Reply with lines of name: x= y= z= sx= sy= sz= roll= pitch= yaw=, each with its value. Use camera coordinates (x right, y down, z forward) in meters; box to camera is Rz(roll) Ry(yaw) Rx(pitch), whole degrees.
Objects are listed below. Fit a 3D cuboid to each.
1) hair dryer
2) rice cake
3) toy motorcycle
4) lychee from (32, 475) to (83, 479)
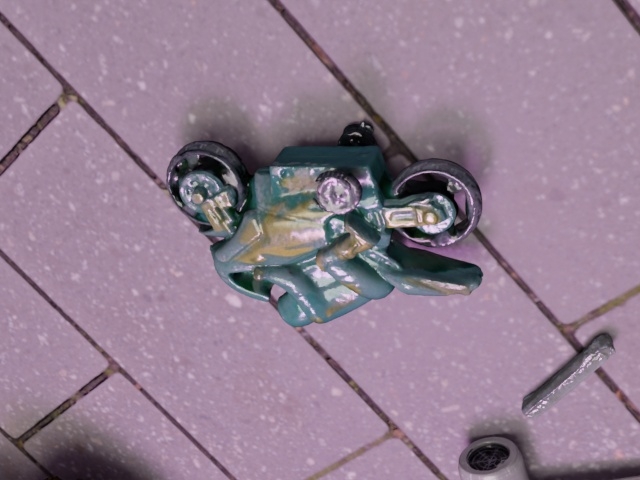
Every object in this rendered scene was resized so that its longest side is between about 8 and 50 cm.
hair dryer: x=0.271 y=0.262 z=0.860 sx=0.236 sy=0.073 sz=0.131 roll=-12 pitch=111 yaw=18
rice cake: x=0.245 y=0.136 z=0.826 sx=0.022 sy=0.022 sz=0.121 roll=33 pitch=121 yaw=-12
toy motorcycle: x=0.002 y=0.000 z=0.778 sx=0.297 sy=0.109 sz=0.198 roll=1 pitch=119 yaw=17
lychee: x=-0.336 y=0.424 z=0.999 sx=0.320 sy=0.270 sz=0.269 roll=1 pitch=117 yaw=22
